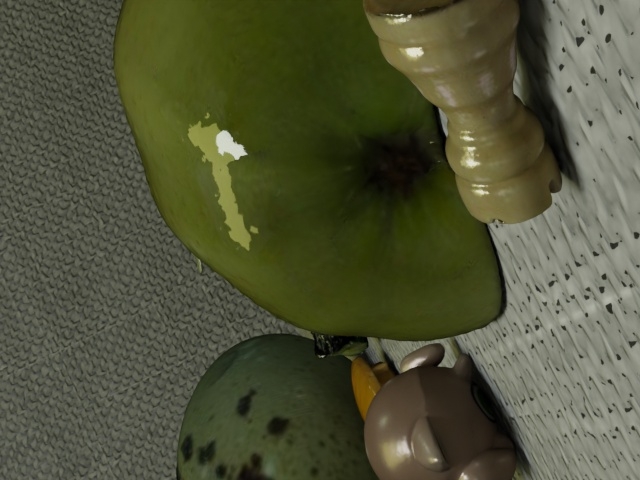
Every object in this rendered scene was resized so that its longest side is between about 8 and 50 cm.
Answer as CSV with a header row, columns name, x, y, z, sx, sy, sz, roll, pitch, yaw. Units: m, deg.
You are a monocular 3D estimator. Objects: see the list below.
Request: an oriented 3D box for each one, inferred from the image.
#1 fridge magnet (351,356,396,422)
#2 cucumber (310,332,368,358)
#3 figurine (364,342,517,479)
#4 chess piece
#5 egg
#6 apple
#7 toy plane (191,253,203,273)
name,x,y,z,sx,sy,sz,roll,pitch,yaw
fridge magnet,0.082,0.213,1.496,0.143,0.063,0.143,62,172,16
cucumber,-0.020,0.017,1.526,0.081,0.072,0.303,4,-124,-47
figurine,0.098,0.165,0.975,0.138,0.125,0.125,-99,-9,-50
chess piece,0.069,-0.065,0.519,0.122,0.066,0.066,63,175,-31
egg,-0.041,0.330,1.708,0.428,0.345,0.345,-117,6,-46
apple,0.000,-0.093,0.865,0.320,0.311,0.360,19,-168,-19
toy plane,-0.106,-0.042,1.487,0.092,0.108,0.286,69,155,17
